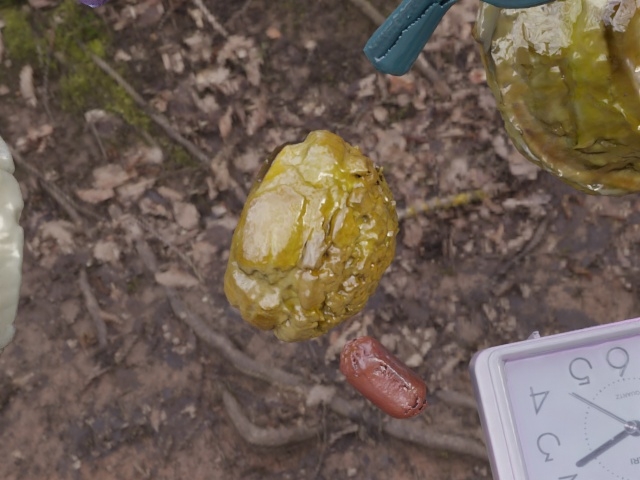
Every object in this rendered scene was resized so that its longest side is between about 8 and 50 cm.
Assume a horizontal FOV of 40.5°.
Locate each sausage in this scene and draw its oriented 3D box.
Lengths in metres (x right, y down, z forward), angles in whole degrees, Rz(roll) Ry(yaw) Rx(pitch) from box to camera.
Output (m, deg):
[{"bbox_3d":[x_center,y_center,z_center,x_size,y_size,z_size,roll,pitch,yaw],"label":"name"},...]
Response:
[{"bbox_3d":[0.087,0.189,1.177,0.076,0.141,0.076,-47,14,16],"label":"sausage"}]

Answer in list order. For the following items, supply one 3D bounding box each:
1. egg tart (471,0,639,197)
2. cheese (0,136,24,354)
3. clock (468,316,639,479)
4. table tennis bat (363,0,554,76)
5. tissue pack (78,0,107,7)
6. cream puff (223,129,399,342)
[{"bbox_3d":[0.305,-0.186,0.768,0.341,0.341,0.129,-22,26,-10],"label":"egg tart"},{"bbox_3d":[-0.491,-0.011,1.071,0.153,0.332,0.292,-3,7,-45],"label":"cheese"},{"bbox_3d":[0.212,0.126,0.589,0.197,0.063,0.150,-12,79,5],"label":"clock"},{"bbox_3d":[0.084,-0.164,0.469,0.033,0.201,0.124,-29,75,-43],"label":"table tennis bat"},{"bbox_3d":[-0.256,-0.427,0.868,0.160,0.242,0.338,-51,7,-22],"label":"tissue pack"},{"bbox_3d":[0.000,0.000,0.748,0.129,0.189,0.189,23,47,6],"label":"cream puff"}]
